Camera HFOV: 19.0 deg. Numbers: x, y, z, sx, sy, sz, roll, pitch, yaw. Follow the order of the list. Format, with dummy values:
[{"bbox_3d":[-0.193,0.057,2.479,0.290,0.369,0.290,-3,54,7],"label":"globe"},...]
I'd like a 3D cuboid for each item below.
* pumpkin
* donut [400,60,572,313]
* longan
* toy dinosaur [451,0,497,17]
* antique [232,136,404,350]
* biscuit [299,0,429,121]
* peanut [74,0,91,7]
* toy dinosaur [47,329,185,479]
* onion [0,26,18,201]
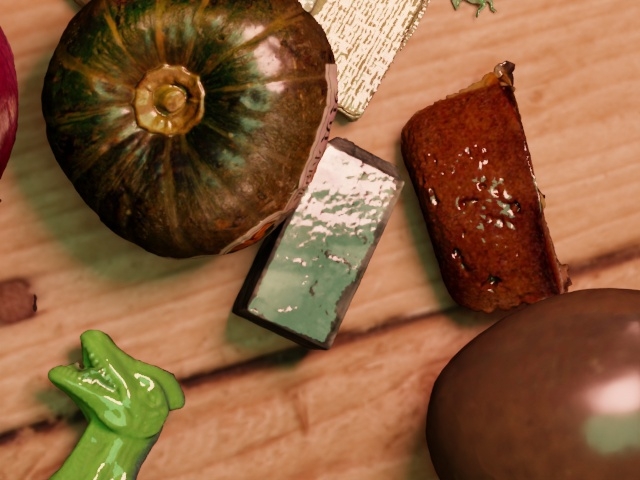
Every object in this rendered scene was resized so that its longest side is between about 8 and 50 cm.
[{"bbox_3d":[-0.113,-0.118,1.667,0.260,0.189,0.260,1,97,8],"label":"pumpkin"},{"bbox_3d":[0.149,-0.044,1.743,0.126,0.144,0.186,-18,117,8],"label":"donut"},{"bbox_3d":[0.238,0.179,1.687,0.300,0.243,0.300,10,121,17],"label":"longan"},{"bbox_3d":[0.155,-0.251,1.808,0.062,0.021,0.083,4,87,2],"label":"toy dinosaur"},{"bbox_3d":[0.000,0.000,1.730,0.086,0.088,0.183,26,83,-10],"label":"antique"},{"bbox_3d":[-0.037,-0.225,1.755,0.250,0.046,0.147,28,83,-9],"label":"biscuit"},{"bbox_3d":[-0.197,-0.212,1.729,0.037,0.037,0.083,-43,102,-10],"label":"peanut"},{"bbox_3d":[-0.120,0.366,1.690,0.500,0.144,0.374,40,69,-10],"label":"toy dinosaur"},{"bbox_3d":[-0.397,-0.059,1.572,0.348,0.348,0.385,-24,130,-11],"label":"onion"}]
